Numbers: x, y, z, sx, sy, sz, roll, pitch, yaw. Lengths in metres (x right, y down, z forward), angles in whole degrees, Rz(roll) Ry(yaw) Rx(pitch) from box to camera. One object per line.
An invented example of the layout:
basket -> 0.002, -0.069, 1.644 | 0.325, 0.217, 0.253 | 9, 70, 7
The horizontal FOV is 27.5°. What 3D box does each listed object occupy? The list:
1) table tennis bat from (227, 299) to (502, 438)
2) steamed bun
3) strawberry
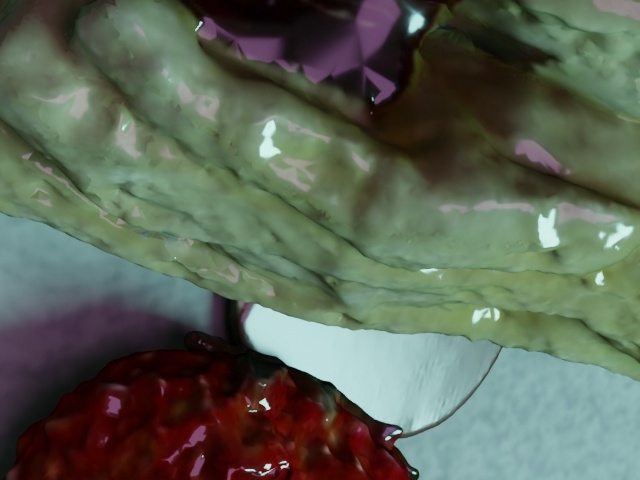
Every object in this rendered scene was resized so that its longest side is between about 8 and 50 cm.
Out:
table tennis bat -> 0.000, 0.000, 0.577 | 0.246, 0.022, 0.138 | 35, 81, -35
steamed bun -> 0.094, -0.083, 0.463 | 0.428, 0.189, 0.247 | 17, 72, -14
strawberry -> -0.050, 0.163, 0.515 | 0.190, 0.111, 0.236 | 35, 86, -36
